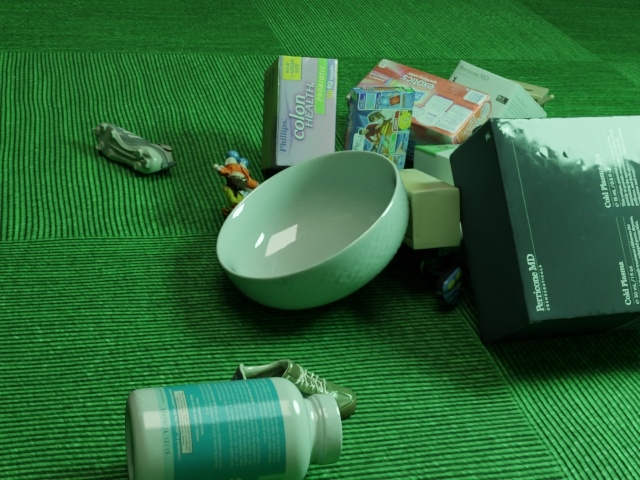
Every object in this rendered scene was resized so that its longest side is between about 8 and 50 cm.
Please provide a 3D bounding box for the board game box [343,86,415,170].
[{"bbox_3d":[0.122,-0.228,2.124,0.136,0.201,0.035,-3,31,-19],"label":"board game box"}]

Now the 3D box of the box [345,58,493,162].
[{"bbox_3d":[0.225,-0.274,2.240,0.300,0.142,0.154,25,60,32],"label":"box"}]

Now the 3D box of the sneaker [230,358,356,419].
[{"bbox_3d":[-0.038,0.210,1.419,0.192,0.086,0.064,1,29,-11],"label":"sneaker"}]

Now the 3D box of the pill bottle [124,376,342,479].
[{"bbox_3d":[-0.111,0.252,1.268,0.264,0.146,0.146,-3,30,-16],"label":"pill bottle"}]

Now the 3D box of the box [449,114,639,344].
[{"bbox_3d":[0.412,-0.021,1.654,0.312,0.179,0.343,-2,74,-18],"label":"box"}]

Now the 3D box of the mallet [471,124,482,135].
[{"bbox_3d":[0.401,-0.210,2.045,0.190,0.039,0.062,15,17,38],"label":"mallet"}]

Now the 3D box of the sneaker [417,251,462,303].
[{"bbox_3d":[0.212,0.059,1.776,0.078,0.067,0.188,2,23,3],"label":"sneaker"}]

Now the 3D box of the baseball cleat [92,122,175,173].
[{"bbox_3d":[-0.389,-0.191,2.107,0.206,0.072,0.109,34,25,33],"label":"baseball cleat"}]

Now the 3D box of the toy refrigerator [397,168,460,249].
[{"bbox_3d":[0.166,-0.062,1.808,0.094,0.102,0.269,-5,13,-10],"label":"toy refrigerator"}]

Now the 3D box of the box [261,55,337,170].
[{"bbox_3d":[-0.047,-0.250,2.027,0.117,0.213,0.243,2,1,-10],"label":"box"}]

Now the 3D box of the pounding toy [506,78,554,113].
[{"bbox_3d":[0.506,-0.328,2.459,0.141,0.130,0.100,18,31,19],"label":"pounding toy"}]

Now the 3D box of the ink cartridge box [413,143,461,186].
[{"bbox_3d":[0.360,-0.128,2.034,0.289,0.121,0.211,-4,15,-19],"label":"ink cartridge box"}]

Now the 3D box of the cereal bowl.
[{"bbox_3d":[0.000,0.000,1.694,0.339,0.141,0.339,-18,33,12],"label":"cereal bowl"}]

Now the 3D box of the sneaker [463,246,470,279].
[{"bbox_3d":[0.361,0.041,1.812,0.267,0.106,0.101,14,3,-29],"label":"sneaker"}]

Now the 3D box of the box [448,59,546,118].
[{"bbox_3d":[0.403,-0.312,2.343,0.181,0.119,0.182,32,2,39],"label":"box"}]

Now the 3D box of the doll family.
[{"bbox_3d":[-0.097,-0.059,1.897,0.263,0.118,0.163,20,20,-13],"label":"doll family"}]

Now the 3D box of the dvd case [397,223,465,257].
[{"bbox_3d":[0.215,-0.011,1.858,0.180,0.022,0.253,9,17,41],"label":"dvd case"}]
